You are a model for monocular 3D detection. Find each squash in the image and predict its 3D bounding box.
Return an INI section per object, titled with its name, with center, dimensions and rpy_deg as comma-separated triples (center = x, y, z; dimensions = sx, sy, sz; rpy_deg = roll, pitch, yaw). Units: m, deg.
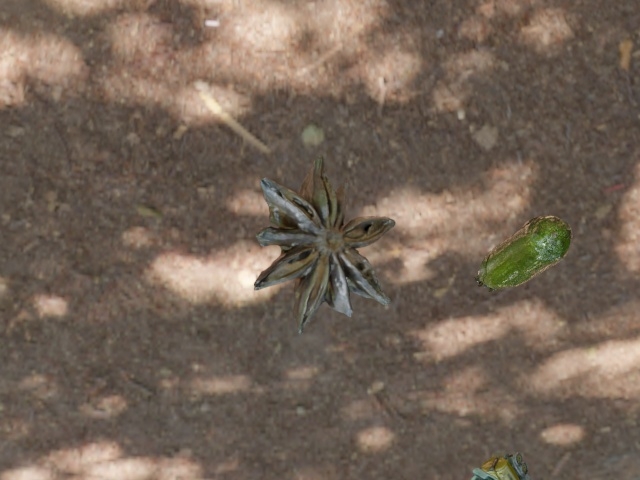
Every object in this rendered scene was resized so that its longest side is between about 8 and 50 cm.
[squash]
center = 0.334, 0.028, 1.702
dimensions = 0.087, 0.087, 0.331
rpy_deg = 7, 162, -10

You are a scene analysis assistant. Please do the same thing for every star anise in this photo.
[star anise]
center = 0.000, 0.000, 1.116
dimensions = 0.195, 0.182, 0.065
rpy_deg = -14, -179, -29

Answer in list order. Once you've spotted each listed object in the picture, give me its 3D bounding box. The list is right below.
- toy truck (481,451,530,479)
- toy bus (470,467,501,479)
[toy truck]
center = 0.306, 0.391, 1.637
dimensions = 0.052, 0.063, 0.123
rpy_deg = -14, 119, 39
[toy bus]
center = 0.185, 0.430, 1.202
dimensions = 0.133, 0.271, 0.165
rpy_deg = 25, 166, 36
